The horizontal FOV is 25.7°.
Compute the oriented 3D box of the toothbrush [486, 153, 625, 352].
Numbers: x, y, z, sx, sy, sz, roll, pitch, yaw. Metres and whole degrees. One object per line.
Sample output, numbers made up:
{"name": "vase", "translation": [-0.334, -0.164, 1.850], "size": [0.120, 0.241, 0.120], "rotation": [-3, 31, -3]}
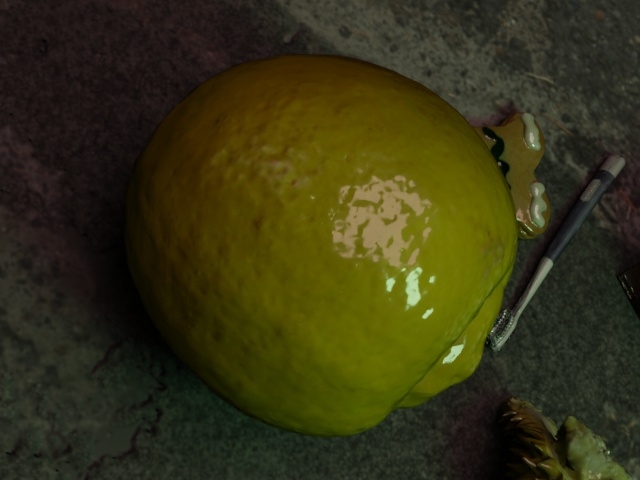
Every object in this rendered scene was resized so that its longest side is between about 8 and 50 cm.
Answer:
{"name": "toothbrush", "translation": [0.251, 0.006, 1.485], "size": [0.024, 0.026, 0.288], "rotation": [22, 59, 29]}

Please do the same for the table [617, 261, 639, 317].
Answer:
{"name": "table", "translation": [0.463, 0.067, 1.481], "size": [0.172, 0.169, 0.193], "rotation": [-27, 86, -27]}

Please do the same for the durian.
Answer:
{"name": "durian", "translation": [0.267, 0.277, 1.339], "size": [0.166, 0.172, 0.306], "rotation": [-35, 74, -26]}

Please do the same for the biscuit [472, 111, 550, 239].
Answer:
{"name": "biscuit", "translation": [0.135, -0.070, 1.452], "size": [0.240, 0.035, 0.158], "rotation": [-2, 74, -25]}

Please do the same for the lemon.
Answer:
{"name": "lemon", "translation": [0.000, 0.000, 1.214], "size": [0.348, 0.348, 0.348], "rotation": [6, 73, -22]}
